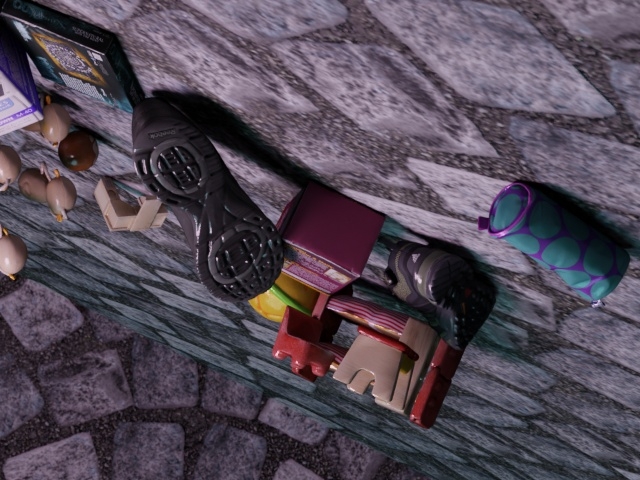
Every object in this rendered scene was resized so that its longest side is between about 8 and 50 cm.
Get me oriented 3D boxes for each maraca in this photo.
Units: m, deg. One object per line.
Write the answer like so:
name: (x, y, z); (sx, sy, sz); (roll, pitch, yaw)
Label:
maraca: (-0.055, 0.057, 2.274); (0.127, 0.099, 0.186); (44, -174, -10)

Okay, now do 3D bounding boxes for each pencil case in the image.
pencil case: (0.230, 0.003, 1.585); (0.151, 0.065, 0.070); (33, 140, -29)

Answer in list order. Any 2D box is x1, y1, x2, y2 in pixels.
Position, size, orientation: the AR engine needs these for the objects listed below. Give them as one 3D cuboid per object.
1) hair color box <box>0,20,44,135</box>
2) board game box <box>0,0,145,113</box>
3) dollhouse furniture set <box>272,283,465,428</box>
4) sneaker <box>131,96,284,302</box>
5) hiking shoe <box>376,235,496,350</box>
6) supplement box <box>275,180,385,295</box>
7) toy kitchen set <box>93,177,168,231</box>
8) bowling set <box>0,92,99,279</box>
hair color box: (-0.446, -0.202, 1.723); (0.185, 0.110, 0.339); (-21, 156, 6)
board game box: (-0.267, -0.200, 1.777); (0.126, 0.026, 0.186); (23, 167, 10)
dollhouse furniture set: (0.058, 0.124, 2.108); (0.201, 0.152, 0.374); (21, 173, 16)
sneaker: (-0.129, -0.052, 1.861); (0.286, 0.109, 0.130); (64, 180, -36)
hiking shoe: (0.138, 0.054, 1.971); (0.114, 0.086, 0.227); (34, 167, 28)
supplement box: (0.000, 0.000, 1.963); (0.104, 0.081, 0.188); (27, 167, -6)
toy kitchen set: (-0.266, -0.064, 2.337); (0.083, 0.075, 0.068); (-5, 144, -35)
bowling set: (-0.356, -0.114, 2.050); (0.199, 0.287, 0.154); (-16, -161, -29)
